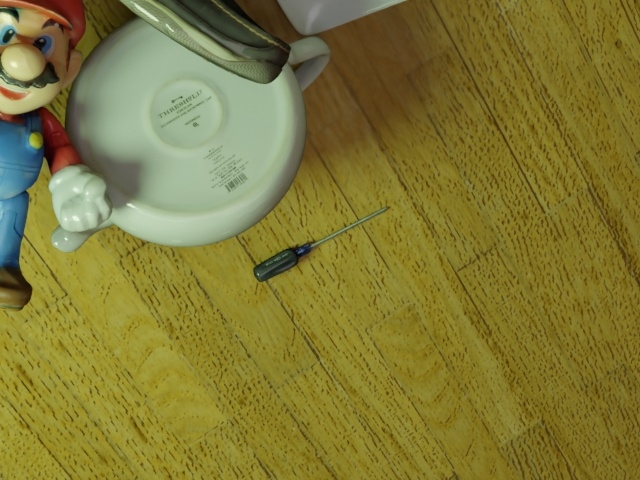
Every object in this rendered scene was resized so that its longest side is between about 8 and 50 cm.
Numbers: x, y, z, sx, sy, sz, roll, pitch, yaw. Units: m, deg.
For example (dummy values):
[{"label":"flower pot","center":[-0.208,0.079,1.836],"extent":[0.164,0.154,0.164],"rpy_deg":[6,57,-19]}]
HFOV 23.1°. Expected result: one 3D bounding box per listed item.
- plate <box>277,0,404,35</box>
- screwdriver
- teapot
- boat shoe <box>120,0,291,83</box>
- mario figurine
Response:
[{"label":"plate","center":[0.049,-0.344,1.526],"extent":[0.277,0.045,0.278],"rpy_deg":[-19,138,16]},{"label":"screwdriver","center":[0.000,0.000,1.758],"extent":[0.170,0.025,0.024],"rpy_deg":[-30,119,-13]},{"label":"teapot","center":[-0.130,-0.105,1.576],"extent":[0.256,0.187,0.253],"rpy_deg":[9,78,-2]},{"label":"boat shoe","center":[-0.159,-0.285,1.435],"extent":[0.355,0.132,0.130],"rpy_deg":[40,95,3]},{"label":"mario figurine","center":[-0.290,-0.099,1.399],"extent":[0.198,0.170,0.321],"rpy_deg":[4,102,-58]}]
